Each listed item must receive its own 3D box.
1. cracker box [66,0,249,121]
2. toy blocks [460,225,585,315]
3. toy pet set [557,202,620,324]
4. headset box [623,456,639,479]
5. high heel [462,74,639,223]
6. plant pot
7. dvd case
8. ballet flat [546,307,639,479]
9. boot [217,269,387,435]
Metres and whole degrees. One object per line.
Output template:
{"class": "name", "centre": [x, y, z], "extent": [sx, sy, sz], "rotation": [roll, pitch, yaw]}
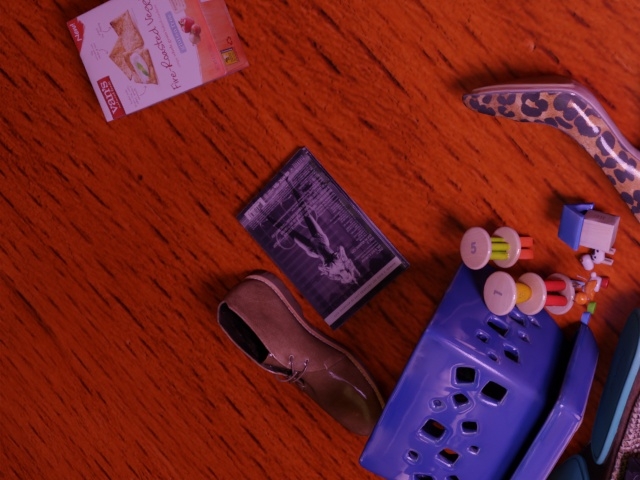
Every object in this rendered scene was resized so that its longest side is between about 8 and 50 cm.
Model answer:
{"class": "cracker box", "centre": [-0.232, -0.276, 1.407], "extent": [0.232, 0.067, 0.155], "rotation": [-16, 101, 34]}
{"class": "toy blocks", "centre": [0.258, 0.037, 1.240], "extent": [0.054, 0.148, 0.123], "rotation": [-54, 47, 40]}
{"class": "toy pet set", "centre": [0.308, 0.020, 1.190], "extent": [0.065, 0.122, 0.114], "rotation": [15, 115, 22]}
{"class": "headset box", "centre": [0.482, 0.349, 1.076], "extent": [0.246, 0.283, 0.131], "rotation": [4, 107, -13]}
{"class": "high heel", "centre": [0.293, -0.096, 1.170], "extent": [0.261, 0.093, 0.186], "rotation": [5, 110, 22]}
{"class": "plant pot", "centre": [0.209, 0.191, 1.256], "extent": [0.212, 0.236, 0.236], "rotation": [26, 120, 10]}
{"class": "dvd case", "centre": [0.000, 0.000, 1.418], "extent": [0.221, 0.018, 0.164], "rotation": [49, 123, 5]}
{"class": "ballet flat", "centre": [0.386, 0.297, 1.252], "extent": [0.182, 0.164, 0.482], "rotation": [20, 118, -1]}
{"class": "boot", "centre": [-0.031, 0.184, 1.452], "extent": [0.305, 0.115, 0.112], "rotation": [45, 122, 5]}
